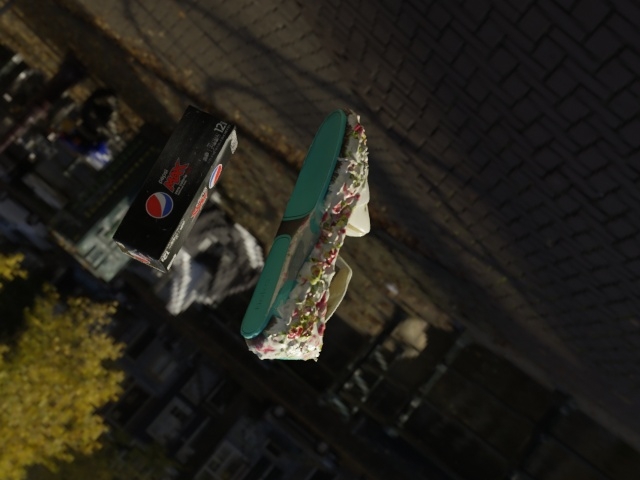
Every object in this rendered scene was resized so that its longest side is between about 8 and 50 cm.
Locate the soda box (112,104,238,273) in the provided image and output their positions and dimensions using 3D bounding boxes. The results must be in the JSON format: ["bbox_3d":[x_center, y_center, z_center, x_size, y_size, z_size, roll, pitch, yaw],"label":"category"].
[{"bbox_3d":[-0.151,-0.055,1.069,0.060,0.168,0.053,25,165,9],"label":"soda box"}]

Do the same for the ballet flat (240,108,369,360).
[{"bbox_3d":[0.000,0.000,0.922,0.077,0.240,0.091,26,169,-25],"label":"ballet flat"}]
